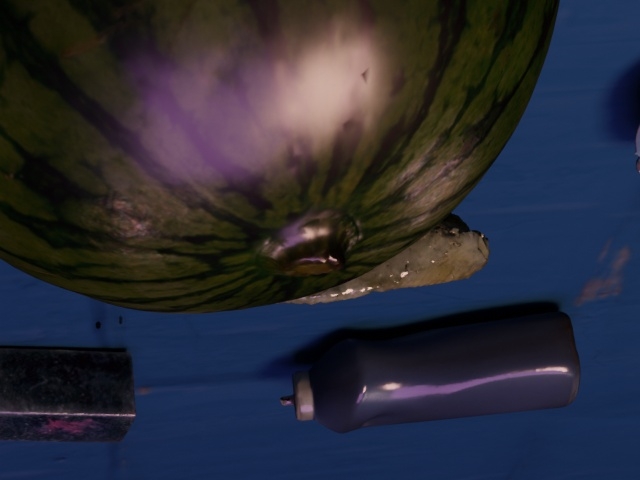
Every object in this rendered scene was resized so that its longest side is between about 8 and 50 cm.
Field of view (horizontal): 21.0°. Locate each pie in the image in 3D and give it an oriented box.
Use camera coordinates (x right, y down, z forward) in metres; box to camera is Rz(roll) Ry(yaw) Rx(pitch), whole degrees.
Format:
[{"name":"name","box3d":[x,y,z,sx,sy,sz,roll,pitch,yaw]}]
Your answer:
[{"name":"pie","box3d":[0.000,0.000,0.942,0.186,0.041,0.187,-3,-170,1]}]

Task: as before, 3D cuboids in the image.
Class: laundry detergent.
[{"name":"laundry detergent","box3d":[0.073,0.096,1.206,0.206,0.061,0.097,-7,161,0]}]

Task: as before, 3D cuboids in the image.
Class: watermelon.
[{"name":"watermelon","box3d":[-0.052,-0.062,0.743,0.330,0.189,0.331,-4,147,-2]}]

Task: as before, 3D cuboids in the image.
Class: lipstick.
[{"name":"lipstick","box3d":[-0.278,0.099,1.121,0.312,0.051,0.051,3,153,-20]}]

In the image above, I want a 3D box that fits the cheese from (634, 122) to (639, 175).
[{"name":"cheese","box3d":[0.264,-0.100,0.907,0.106,0.037,0.256,16,138,-41]}]
